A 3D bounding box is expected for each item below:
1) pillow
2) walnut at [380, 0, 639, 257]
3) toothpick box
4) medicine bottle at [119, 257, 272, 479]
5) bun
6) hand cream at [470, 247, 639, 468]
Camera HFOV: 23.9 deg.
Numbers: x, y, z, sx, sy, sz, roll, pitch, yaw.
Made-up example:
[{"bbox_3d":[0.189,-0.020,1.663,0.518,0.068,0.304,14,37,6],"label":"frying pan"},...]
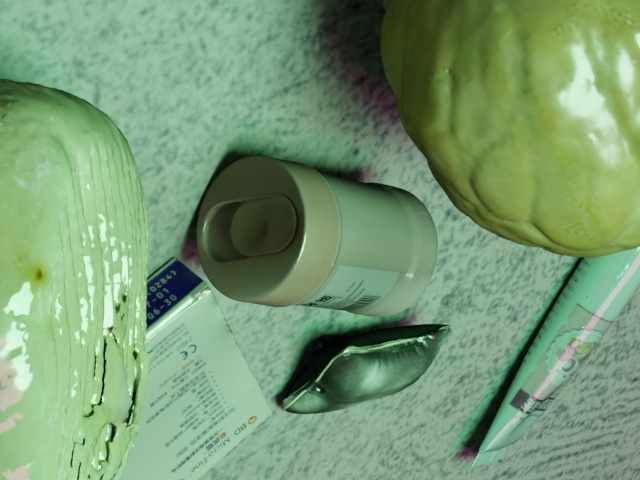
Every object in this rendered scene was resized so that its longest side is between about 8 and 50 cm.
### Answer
[{"bbox_3d":[0.038,0.101,1.197,0.136,0.055,0.091,-5,125,-43],"label":"pillow"},{"bbox_3d":[0.168,-0.139,0.963,0.285,0.285,0.296,53,50,-52],"label":"walnut"},{"bbox_3d":[0.000,0.000,1.039,0.149,0.098,0.098,10,112,-50],"label":"toothpick box"},{"bbox_3d":[-0.136,0.133,1.043,0.201,0.052,0.171,-41,141,-16],"label":"medicine bottle"},{"bbox_3d":[-0.178,0.044,0.793,0.168,0.273,0.272,4,128,3],"label":"bun"},{"bbox_3d":[0.236,0.072,1.391,0.331,0.058,0.085,-56,160,13],"label":"hand cream"}]
